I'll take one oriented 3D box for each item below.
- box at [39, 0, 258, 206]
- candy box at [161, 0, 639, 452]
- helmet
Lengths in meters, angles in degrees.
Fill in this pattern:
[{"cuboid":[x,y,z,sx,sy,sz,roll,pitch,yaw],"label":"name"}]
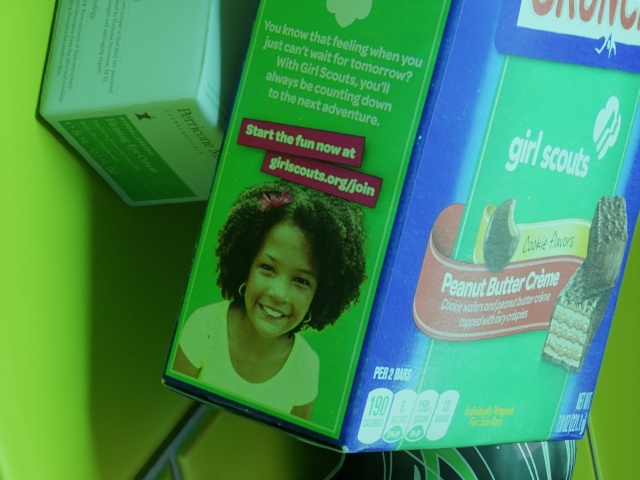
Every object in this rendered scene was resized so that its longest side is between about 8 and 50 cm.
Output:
[{"cuboid":[-0.073,-0.084,0.971,0.101,0.087,0.102,51,39,-56],"label":"box"},{"cuboid":[0.072,-0.061,0.991,0.268,0.122,0.317,7,97,-59],"label":"candy box"},{"cuboid":[0.075,0.119,1.213,0.169,0.169,0.162,-51,159,-61],"label":"helmet"}]
